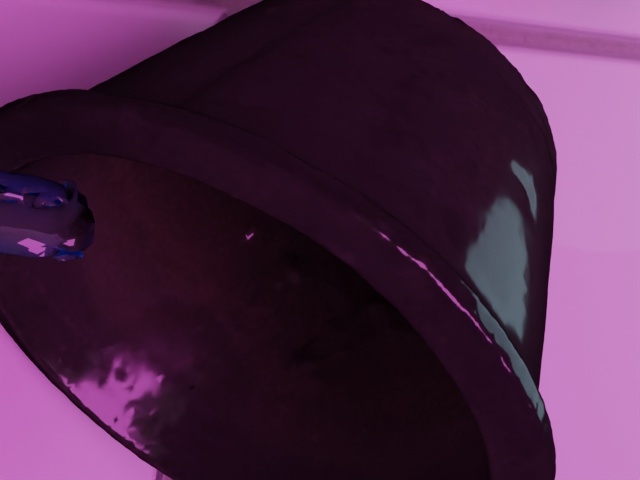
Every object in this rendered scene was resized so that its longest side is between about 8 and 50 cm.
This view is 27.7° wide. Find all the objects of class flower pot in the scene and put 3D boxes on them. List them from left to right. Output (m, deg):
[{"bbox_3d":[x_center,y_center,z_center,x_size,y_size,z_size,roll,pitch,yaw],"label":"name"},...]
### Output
[{"bbox_3d":[0.000,0.000,0.550,0.166,0.269,0.269,-54,131,-33],"label":"flower pot"}]

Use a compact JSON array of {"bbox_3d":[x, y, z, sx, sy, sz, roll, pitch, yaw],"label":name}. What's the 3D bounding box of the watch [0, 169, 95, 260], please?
[{"bbox_3d":[-0.255,0.036,0.395,0.274,0.068,0.276,32,89,-12],"label":"watch"}]
